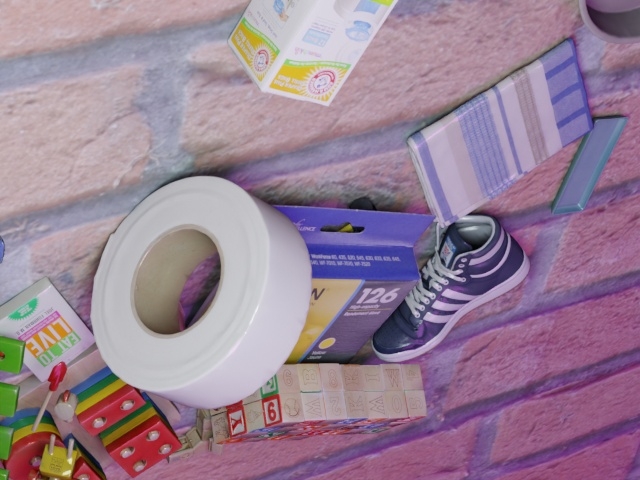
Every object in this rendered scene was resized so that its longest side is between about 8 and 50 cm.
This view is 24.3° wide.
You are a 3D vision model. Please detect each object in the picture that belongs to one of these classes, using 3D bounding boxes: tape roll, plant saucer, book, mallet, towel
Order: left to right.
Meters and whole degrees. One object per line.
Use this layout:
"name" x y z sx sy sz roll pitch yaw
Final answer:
"book" -0.370 0.117 1.982 0.096 0.035 0.144 -35 141 -4
"tape roll" -0.154 0.065 1.877 0.286 0.286 0.100 -44 142 13
"mallet" 0.000 0.000 2.128 0.189 0.039 0.062 -26 144 -5
"towel" 0.262 -0.154 2.155 0.285 0.034 0.209 -33 141 -5
"plant saucer" 0.416 -0.119 2.321 0.067 0.018 0.192 -8 137 -31

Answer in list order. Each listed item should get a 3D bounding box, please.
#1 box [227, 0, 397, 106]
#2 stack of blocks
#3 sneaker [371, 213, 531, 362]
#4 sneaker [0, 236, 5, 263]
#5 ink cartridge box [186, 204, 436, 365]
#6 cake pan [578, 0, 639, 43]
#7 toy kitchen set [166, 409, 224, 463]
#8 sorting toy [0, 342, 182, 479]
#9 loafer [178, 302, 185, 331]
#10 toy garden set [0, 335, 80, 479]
"box" -0.002 -0.274 1.764 0.114 0.103 0.203 10 125 -42
"stack of blocks" -0.002 0.251 2.292 0.297 0.087 0.171 4 161 -40
"sneaker" 0.178 0.065 2.279 0.282 0.099 0.153 -35 140 3
"sneaker" -0.480 0.027 1.758 0.221 0.083 0.087 -17 137 -24
"ink cartridge box" -0.013 0.077 2.140 0.303 0.072 0.307 2 141 -37
"cake pan" 0.461 -0.400 2.015 0.293 0.054 0.293 -20 141 -18
"toy kitchen set" -0.196 0.309 2.289 0.075 0.068 0.083 -15 138 -24
"sorting toy" -0.342 0.283 2.133 0.255 0.089 0.257 -32 143 -3
"loafer" -0.213 0.110 2.072 0.056 0.050 0.148 -26 142 -11
"toy garden set" -0.406 0.231 1.964 0.203 0.049 0.244 12 116 -1
